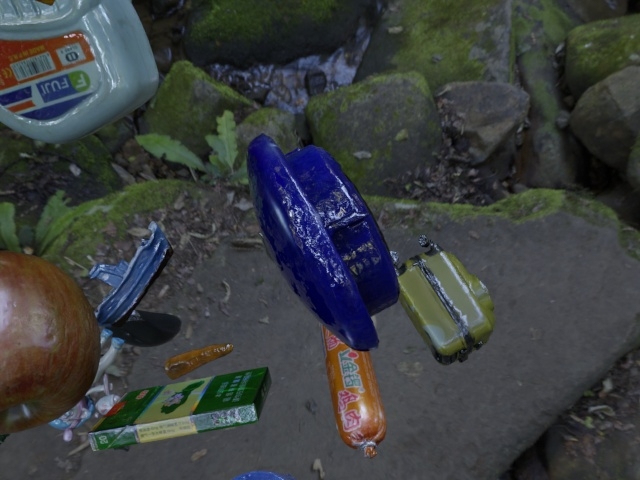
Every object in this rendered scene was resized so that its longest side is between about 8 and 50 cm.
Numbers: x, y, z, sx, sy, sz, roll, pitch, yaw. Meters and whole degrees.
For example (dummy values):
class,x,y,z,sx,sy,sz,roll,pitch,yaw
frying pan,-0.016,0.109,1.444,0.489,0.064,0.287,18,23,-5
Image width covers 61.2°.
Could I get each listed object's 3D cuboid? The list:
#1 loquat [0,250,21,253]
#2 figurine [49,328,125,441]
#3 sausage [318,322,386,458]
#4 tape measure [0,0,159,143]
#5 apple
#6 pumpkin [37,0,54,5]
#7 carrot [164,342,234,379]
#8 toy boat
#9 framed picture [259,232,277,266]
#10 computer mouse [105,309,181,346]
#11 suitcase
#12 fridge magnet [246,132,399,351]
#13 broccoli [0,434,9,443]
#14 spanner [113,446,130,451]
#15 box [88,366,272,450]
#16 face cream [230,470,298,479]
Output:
class,x,y,z,sx,sy,sz,roll,pitch,yaw
loquat,-0.982,0.163,1.701,0.263,0.263,0.262,0,77,-1
figurine,-0.529,0.339,1.260,0.205,0.103,0.260,32,88,5
sausage,0.059,0.260,0.999,0.093,0.092,0.312,-7,35,-3
tape measure,-0.347,-0.254,0.698,0.243,0.125,0.246,-9,115,17
apple,-0.366,0.121,0.629,0.211,0.211,0.187,-21,61,-6
pumpkin,-0.209,-0.202,0.387,0.073,0.101,0.035,-33,86,25
carrot,-0.312,0.306,1.420,0.210,0.061,0.061,-24,77,21
toy boat,-0.495,0.086,1.363,0.143,0.129,0.309,35,91,-19
framed picture,-0.146,0.058,1.822,0.011,0.183,0.142,-39,68,-14
computer mouse,-0.525,0.276,1.640,0.138,0.270,0.086,-23,68,19
suitcase,0.242,0.120,1.067,0.143,0.194,0.234,-30,66,0
fridge magnet,0.000,0.000,0.603,0.113,0.265,0.265,-28,79,-4
broccoli,-0.826,0.418,1.341,0.157,0.195,0.195,8,76,-19
spanner,-0.620,0.608,1.659,0.054,0.254,0.015,8,54,-8
box,-0.195,0.241,0.788,0.235,0.132,0.034,-12,98,5
face cream,-0.131,0.687,1.302,0.249,0.225,0.248,-2,66,5
